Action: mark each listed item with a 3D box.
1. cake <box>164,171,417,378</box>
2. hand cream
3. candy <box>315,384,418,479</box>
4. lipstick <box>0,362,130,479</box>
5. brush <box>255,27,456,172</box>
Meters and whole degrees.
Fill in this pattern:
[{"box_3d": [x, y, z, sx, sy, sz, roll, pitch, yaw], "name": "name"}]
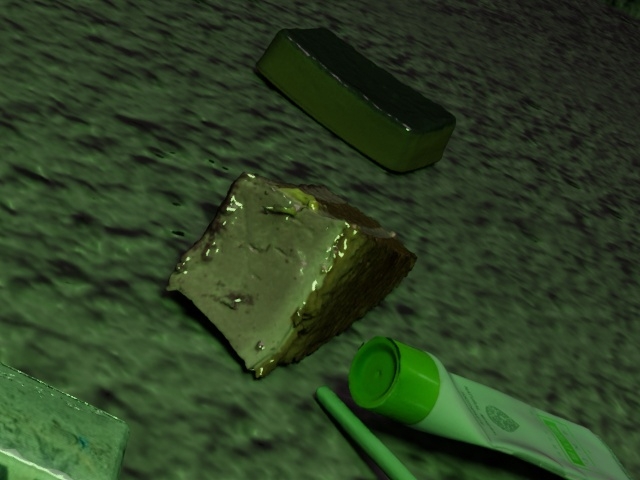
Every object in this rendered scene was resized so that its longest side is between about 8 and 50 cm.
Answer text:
[{"box_3d": [0.000, 0.000, 1.015, 0.116, 0.113, 0.295, 36, 17, 9], "name": "cake"}, {"box_3d": [0.133, 0.131, 0.954, 0.275, 0.050, 0.079, 25, 48, -37], "name": "hand cream"}, {"box_3d": [0.077, 0.172, 0.801, 0.091, 0.083, 0.305, 15, 19, -44], "name": "candy"}, {"box_3d": [-0.228, 0.065, 0.622, 0.289, 0.077, 0.076, 26, 23, -12], "name": "lipstick"}, {"box_3d": [0.039, -0.149, 1.413, 0.197, 0.059, 0.123, 37, 25, 16], "name": "brush"}]
